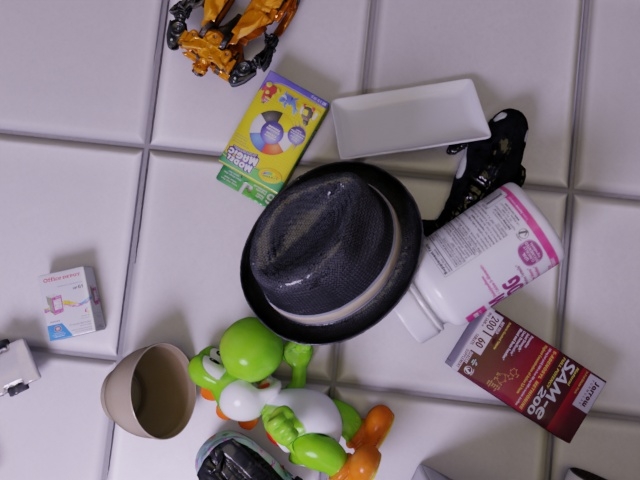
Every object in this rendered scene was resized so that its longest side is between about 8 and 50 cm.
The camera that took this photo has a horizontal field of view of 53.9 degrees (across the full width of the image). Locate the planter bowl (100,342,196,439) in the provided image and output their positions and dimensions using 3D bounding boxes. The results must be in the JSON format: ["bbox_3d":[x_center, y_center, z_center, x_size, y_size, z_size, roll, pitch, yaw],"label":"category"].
[{"bbox_3d":[-0.310,0.265,1.095,0.109,0.162,0.162,-12,86,27],"label":"planter bowl"}]

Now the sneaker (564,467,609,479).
[{"bbox_3d":[0.547,0.504,1.080,0.290,0.106,0.123,21,92,13],"label":"sneaker"}]

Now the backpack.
[{"bbox_3d":[-0.138,0.417,1.086,0.152,0.115,0.182,-44,99,-19],"label":"backpack"}]

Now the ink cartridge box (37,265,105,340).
[{"bbox_3d":[-0.455,0.114,1.150,0.088,0.052,0.123,-13,85,1],"label":"ink cartridge box"}]

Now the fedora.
[{"bbox_3d":[0.000,0.000,1.015,0.333,0.152,0.334,-5,72,15],"label":"fedora"}]

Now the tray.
[{"bbox_3d":[0.160,-0.216,1.148,0.270,0.030,0.145,-9,61,1],"label":"tray"}]

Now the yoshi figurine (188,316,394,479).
[{"bbox_3d":[-0.049,0.257,1.071,0.362,0.203,0.203,28,72,5],"label":"yoshi figurine"}]

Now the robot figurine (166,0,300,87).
[{"bbox_3d":[-0.148,-0.421,1.161,0.211,0.085,0.291,32,87,4],"label":"robot figurine"}]

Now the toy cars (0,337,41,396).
[{"bbox_3d":[-0.641,0.340,1.127,0.176,0.087,0.394,26,84,-2],"label":"toy cars"}]

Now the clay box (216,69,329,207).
[{"bbox_3d":[-0.091,-0.183,1.159,0.127,0.053,0.222,29,87,1],"label":"clay box"}]

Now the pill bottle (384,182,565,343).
[{"bbox_3d":[0.252,0.044,1.074,0.283,0.160,0.160,-35,86,8],"label":"pill bottle"}]

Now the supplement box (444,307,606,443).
[{"bbox_3d":[0.358,0.232,1.110,0.239,0.073,0.130,32,87,2],"label":"supplement box"}]

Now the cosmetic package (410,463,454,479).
[{"bbox_3d":[0.275,0.615,0.960,0.393,0.327,0.330,28,87,2],"label":"cosmetic package"}]

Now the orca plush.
[{"bbox_3d":[0.279,-0.122,1.121,0.287,0.102,0.151,-41,86,-1],"label":"orca plush"}]
